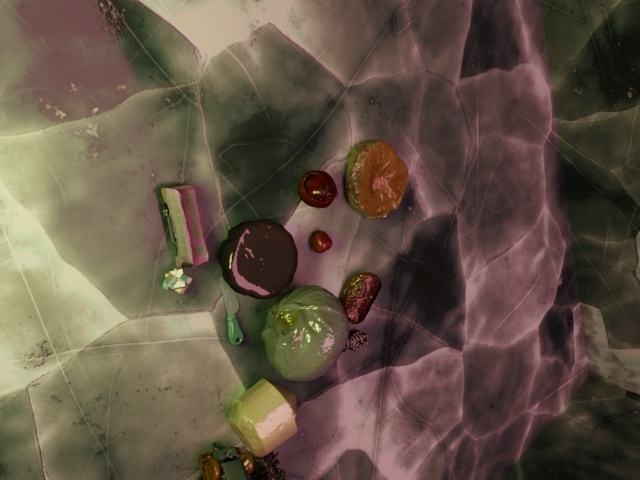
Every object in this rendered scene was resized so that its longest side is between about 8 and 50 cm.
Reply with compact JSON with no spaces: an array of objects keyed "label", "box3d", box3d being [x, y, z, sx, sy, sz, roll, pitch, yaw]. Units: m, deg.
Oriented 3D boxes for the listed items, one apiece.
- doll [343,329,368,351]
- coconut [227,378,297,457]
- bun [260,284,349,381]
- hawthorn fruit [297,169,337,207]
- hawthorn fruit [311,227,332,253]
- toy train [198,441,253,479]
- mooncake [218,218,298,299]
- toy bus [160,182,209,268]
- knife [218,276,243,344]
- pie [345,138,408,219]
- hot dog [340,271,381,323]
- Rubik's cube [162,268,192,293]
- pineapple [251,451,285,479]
[{"label":"doll","box3d":[0.118,0.429,2.096,0.219,0.067,0.091,1,95,-42]},{"label":"coconut","box3d":[-0.193,0.636,1.806,0.244,0.239,0.239,-35,117,-26]},{"label":"bun","box3d":[-0.070,0.318,1.772,0.211,0.362,0.361,35,77,-38]},{"label":"hawthorn fruit","box3d":[-0.005,-0.183,1.831,0.148,0.172,0.148,-12,124,-19]},{"label":"hawthorn fruit","box3d":[0.000,0.000,1.932,0.081,0.081,0.093,-27,84,-30]},{"label":"toy train","box3d":[-0.317,0.879,1.713,0.163,0.369,0.231,2,124,-34]},{"label":"mooncake","box3d":[-0.220,0.064,1.737,0.283,0.141,0.283,1,89,-33]},{"label":"toy bus","box3d":[-0.434,-0.043,1.585,0.090,0.112,0.274,-21,110,-40]},{"label":"knife","box3d":[-0.316,0.250,1.771,0.063,0.035,0.260,-16,104,-37]},{"label":"pie","box3d":[0.236,-0.251,2.048,0.339,0.083,0.339,-6,100,-37]},{"label":"hot dog","box3d":[0.168,0.241,2.076,0.160,0.099,0.226,35,78,-35]},{"label":"Rubik's cube","box3d":[-0.469,0.128,1.606,0.073,0.084,0.075,42,57,-38]},{"label":"pineapple","box3d":[-0.185,0.955,1.916,0.169,0.169,0.340,-18,105,-32]}]
